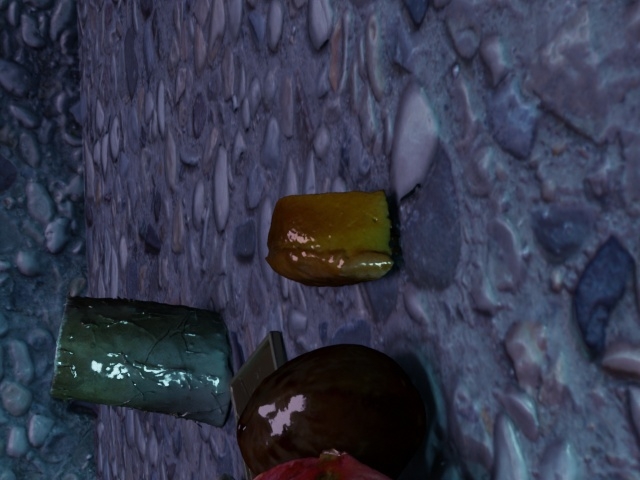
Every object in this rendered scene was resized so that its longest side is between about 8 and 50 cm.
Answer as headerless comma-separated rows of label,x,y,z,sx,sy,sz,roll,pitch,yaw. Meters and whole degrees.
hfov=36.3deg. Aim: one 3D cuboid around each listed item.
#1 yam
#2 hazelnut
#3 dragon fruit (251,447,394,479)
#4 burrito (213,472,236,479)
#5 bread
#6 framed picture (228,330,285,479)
yam,-0.351,0.231,1.911,0.241,0.348,0.241,-169,90,-71
hazelnut,0.008,0.222,1.229,0.234,0.218,0.218,-50,43,30
dragon fruit,-0.003,0.438,1.081,0.386,0.249,0.371,17,122,27
burrito,-0.214,0.643,1.853,0.139,0.101,0.446,51,134,46
bread,-0.006,-0.001,1.360,0.260,0.134,0.129,168,102,-65
framed picture,-0.087,0.357,1.667,0.247,0.022,0.335,127,136,-53
